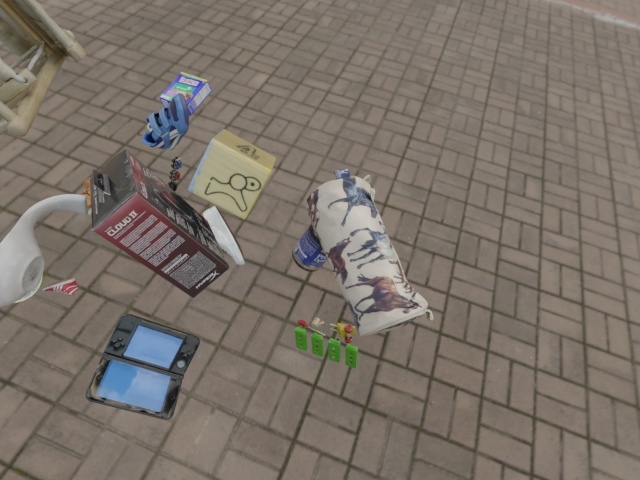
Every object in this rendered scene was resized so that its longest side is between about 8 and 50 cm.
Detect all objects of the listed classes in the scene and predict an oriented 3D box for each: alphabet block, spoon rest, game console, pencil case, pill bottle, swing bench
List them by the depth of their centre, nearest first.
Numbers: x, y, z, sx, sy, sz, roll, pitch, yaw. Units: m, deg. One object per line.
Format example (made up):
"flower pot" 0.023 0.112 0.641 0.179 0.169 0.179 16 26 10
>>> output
"swing bench" -0.436 -0.267 0.463 0.165 0.253 0.254 -13 50 21
"spoon rest" -0.564 0.007 0.803 0.084 0.137 0.276 17 43 -8
"pencil case" 0.108 0.032 0.987 0.184 0.160 0.410 -28 67 12
"alphabet block" -0.276 -0.214 1.313 0.197 0.192 0.193 28 23 -13
"pill bottle" 0.000 0.000 1.403 0.123 0.219 0.122 20 43 -20
"game console" -0.598 0.433 1.421 0.293 0.250 0.173 26 6 -22

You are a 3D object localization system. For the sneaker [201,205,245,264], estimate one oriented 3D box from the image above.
"sneaker" -0.443 -0.001 1.825 0.123 0.106 0.290 -31 89 -6

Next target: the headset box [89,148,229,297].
"headset box" -0.350 -0.043 0.868 0.110 0.293 0.218 -40 44 1

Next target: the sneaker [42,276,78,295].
"sneaker" -0.987 0.188 1.566 0.119 0.067 0.042 -17 19 -8

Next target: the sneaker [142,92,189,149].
"sneaker" -0.279 -0.209 0.742 0.059 0.144 0.053 -6 70 -38

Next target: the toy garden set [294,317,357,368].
"toy garden set" 0.025 0.350 1.496 0.244 0.203 0.049 14 42 19

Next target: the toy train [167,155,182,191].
"toy train" -0.535 -0.240 1.512 0.036 0.158 0.027 33 39 7

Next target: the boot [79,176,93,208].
"boot" -1.004 -0.204 1.778 0.197 0.073 0.152 13 41 25

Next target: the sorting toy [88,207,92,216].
"sorting toy" -0.677 -0.109 1.361 0.046 0.274 0.132 31 77 4

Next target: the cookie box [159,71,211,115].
"cookie box" -0.370 -0.404 1.132 0.092 0.040 0.107 22 65 15

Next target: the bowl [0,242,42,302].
"bowl" -0.870 0.086 1.172 0.170 0.080 0.170 -2 97 -13
